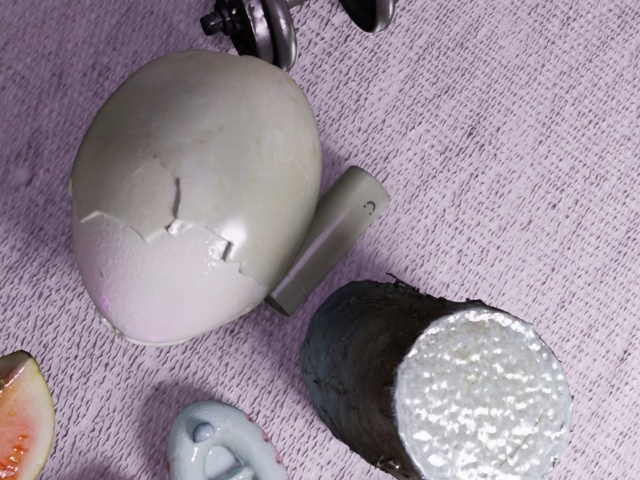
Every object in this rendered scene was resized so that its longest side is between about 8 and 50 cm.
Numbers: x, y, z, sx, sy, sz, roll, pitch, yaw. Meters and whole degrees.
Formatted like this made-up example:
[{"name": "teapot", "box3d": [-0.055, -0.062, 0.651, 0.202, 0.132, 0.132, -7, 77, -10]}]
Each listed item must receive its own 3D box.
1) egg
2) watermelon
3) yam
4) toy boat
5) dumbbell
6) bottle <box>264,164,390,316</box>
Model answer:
[{"name": "egg", "box3d": [-0.147, -0.042, 1.086, 0.278, 0.278, 0.336, 17, 75, -4]}, {"name": "watermelon", "box3d": [-0.425, 0.242, 1.080, 0.128, 0.159, 0.303, 37, 77, 31]}, {"name": "yam", "box3d": [0.120, 0.160, 1.073, 0.241, 0.348, 0.241, 0, 90, -13]}, {"name": "toy boat", "box3d": [-0.108, 0.288, 1.134, 0.134, 0.079, 0.208, -25, 85, -8]}, {"name": "dumbbell", "box3d": [-0.019, -0.329, 1.206, 0.290, 0.192, 0.192, -26, 83, -11]}, {"name": "bottle", "box3d": [0.000, 0.000, 1.204, 0.072, 0.072, 0.201, 40, 77, 2]}]
